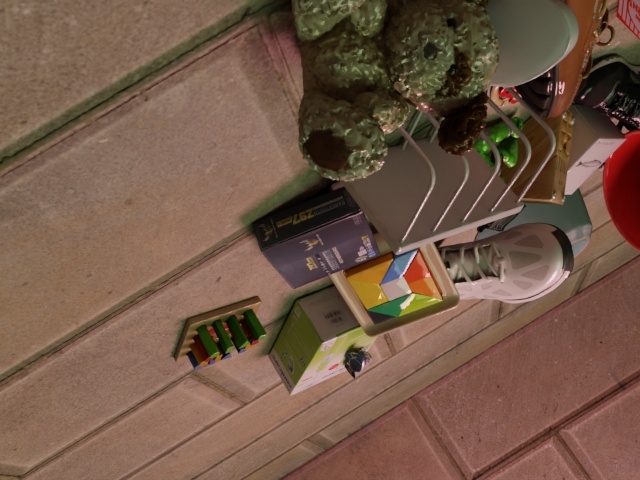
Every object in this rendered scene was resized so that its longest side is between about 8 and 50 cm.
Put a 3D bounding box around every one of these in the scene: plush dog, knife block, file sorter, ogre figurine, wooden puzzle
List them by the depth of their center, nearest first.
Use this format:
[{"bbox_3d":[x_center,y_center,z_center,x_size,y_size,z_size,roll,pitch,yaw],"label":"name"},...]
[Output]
[{"bbox_3d":[0.091,-0.206,0.832,0.226,0.262,0.210,-2,-172,7],"label":"plush dog"},{"bbox_3d":[0.201,-0.135,1.146,0.278,0.192,0.173,-17,149,-31],"label":"file sorter"},{"bbox_3d":[0.312,-0.143,1.373,0.118,0.096,0.197,1,136,-43],"label":"ogre figurine"},{"bbox_3d":[0.149,0.088,1.483,0.221,0.044,0.238,-22,123,13],"label":"wooden puzzle"},{"bbox_3d":[0.380,-0.150,1.491,0.088,0.242,0.275,7,91,-57],"label":"knife block"}]

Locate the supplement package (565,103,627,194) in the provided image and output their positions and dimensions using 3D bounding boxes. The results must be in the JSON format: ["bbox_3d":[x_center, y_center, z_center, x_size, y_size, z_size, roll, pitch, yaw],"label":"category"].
[{"bbox_3d":[0.532,-0.190,1.538,0.105,0.105,0.179,-5,145,-36],"label":"supplement package"}]

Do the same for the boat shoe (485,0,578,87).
[{"bbox_3d":[0.204,-0.242,0.920,0.102,0.108,0.301,-26,-169,-34],"label":"boat shoe"}]

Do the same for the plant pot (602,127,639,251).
[{"bbox_3d":[0.774,-0.122,1.503,0.243,0.274,0.275,-13,152,-14],"label":"plant pot"}]

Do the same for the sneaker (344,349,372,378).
[{"bbox_3d":[0.092,0.277,1.694,0.058,0.052,0.135,-37,167,-18],"label":"sneaker"}]

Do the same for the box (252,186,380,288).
[{"bbox_3d":[0.000,0.000,1.284,0.183,0.059,0.232,-21,156,4],"label":"box"}]

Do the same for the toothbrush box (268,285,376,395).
[{"bbox_3d":[0.020,0.224,1.701,0.206,0.122,0.283,-18,154,-31],"label":"toothbrush box"}]

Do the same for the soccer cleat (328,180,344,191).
[{"bbox_3d":[0.047,-0.085,1.251,0.036,0.029,0.083,-37,152,21],"label":"soccer cleat"}]

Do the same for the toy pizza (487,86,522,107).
[{"bbox_3d":[0.375,-0.296,1.238,0.201,0.032,0.201,-26,156,-13],"label":"toy pizza"}]

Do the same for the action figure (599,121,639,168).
[{"bbox_3d":[0.735,-0.267,1.612,0.276,0.140,0.164,-20,156,12],"label":"action figure"}]

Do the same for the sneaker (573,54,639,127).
[{"bbox_3d":[0.607,-0.285,1.429,0.283,0.124,0.107,-10,147,-41],"label":"sneaker"}]

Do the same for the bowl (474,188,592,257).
[{"bbox_3d":[0.575,-0.014,1.870,0.312,0.163,0.311,-27,155,-14],"label":"bowl"}]

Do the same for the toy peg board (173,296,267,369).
[{"bbox_3d":[-0.195,0.207,1.456,0.161,0.079,0.160,-16,151,-32],"label":"toy peg board"}]

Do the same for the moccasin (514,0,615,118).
[{"bbox_3d":[0.354,-0.325,1.039,0.147,0.139,0.380,-27,142,-8],"label":"moccasin"}]

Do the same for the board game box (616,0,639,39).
[{"bbox_3d":[0.542,-0.374,1.150,0.045,0.146,0.193,-36,156,7],"label":"board game box"}]

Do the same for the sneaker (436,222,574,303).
[{"bbox_3d":[0.305,0.076,1.571,0.258,0.169,0.448,-6,173,-38],"label":"sneaker"}]
